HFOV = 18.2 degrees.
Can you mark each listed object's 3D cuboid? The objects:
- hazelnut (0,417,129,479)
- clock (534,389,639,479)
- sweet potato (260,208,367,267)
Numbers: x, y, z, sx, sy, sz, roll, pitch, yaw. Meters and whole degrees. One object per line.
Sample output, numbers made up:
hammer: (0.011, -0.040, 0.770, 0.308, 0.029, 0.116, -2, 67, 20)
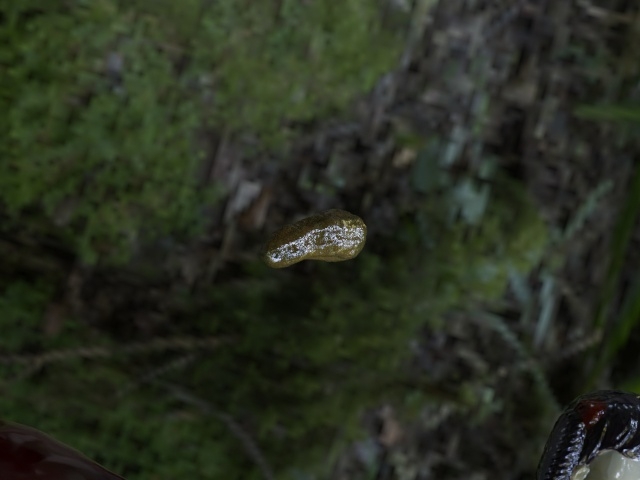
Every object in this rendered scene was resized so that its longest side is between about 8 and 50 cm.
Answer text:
hazelnut: (-0.181, 0.310, 1.108, 0.402, 0.429, 0.402, -56, -176, 5)
clock: (0.185, 0.192, 1.161, 0.194, 0.100, 0.195, 18, 97, -29)
sweet potato: (0.000, -0.002, 1.950, 0.182, 0.054, 0.053, -10, 126, -60)
